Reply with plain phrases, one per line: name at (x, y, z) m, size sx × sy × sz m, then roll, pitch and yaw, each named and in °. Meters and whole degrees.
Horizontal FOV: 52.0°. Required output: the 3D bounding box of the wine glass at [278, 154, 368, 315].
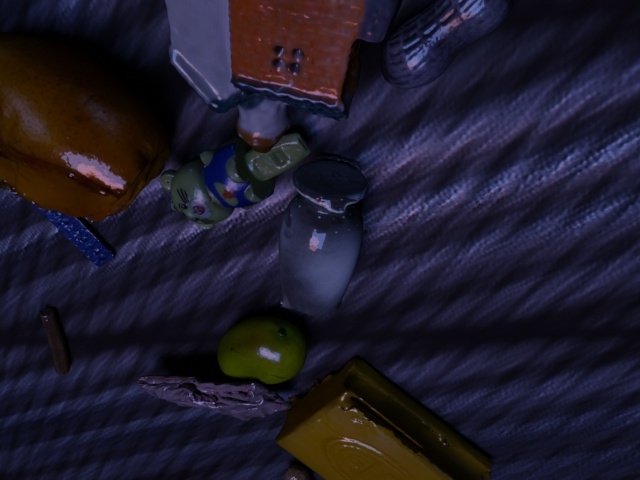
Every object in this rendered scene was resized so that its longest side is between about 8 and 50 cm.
wine glass at (0.000, 0.000, 0.870) m, size 0.111 × 0.111 × 0.205 m, roll 16°, pitch 125°, yaw 6°

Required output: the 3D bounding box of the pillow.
pillow at (-0.180, 0.264, 1.101) m, size 0.248 × 0.049 × 0.135 m, roll -2°, pitch 153°, yaw 27°

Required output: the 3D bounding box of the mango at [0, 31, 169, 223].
mango at (-0.360, -0.154, 0.845) m, size 0.349 × 0.201 × 0.199 m, roll 28°, pitch 84°, yaw 7°

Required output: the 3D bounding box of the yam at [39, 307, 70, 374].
yam at (-0.480, 0.184, 1.189) m, size 0.032 × 0.032 × 0.146 m, roll 8°, pitch 125°, yaw 11°

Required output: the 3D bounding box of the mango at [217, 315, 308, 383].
mango at (-0.097, 0.174, 1.028) m, size 0.163 × 0.089 × 0.117 m, roll -15°, pitch 132°, yaw 26°

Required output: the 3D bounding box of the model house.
model house at (-0.049, -0.234, 0.713) m, size 0.271 × 0.190 × 0.301 m, roll 15°, pitch 140°, yaw 3°

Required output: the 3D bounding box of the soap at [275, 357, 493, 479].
soap at (0.104, 0.353, 1.087) m, size 0.324 × 0.096 × 0.204 m, roll 40°, pitch 125°, yaw -11°

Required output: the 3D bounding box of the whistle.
whistle at (-0.113, -0.082, 0.866) m, size 0.227 × 0.085 × 0.105 m, roll -21°, pitch 124°, yaw 27°

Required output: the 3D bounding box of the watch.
watch at (-0.447, -0.071, 0.943) m, size 0.068 × 0.276 × 0.275 m, roll -38°, pitch 84°, yaw 12°

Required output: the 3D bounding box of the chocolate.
chocolate at (0.132, -0.225, 0.706) m, size 0.167 × 0.072 × 0.072 m, roll -35°, pitch 108°, yaw 30°

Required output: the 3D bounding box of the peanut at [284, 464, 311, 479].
peanut at (-0.034, 0.470, 1.235) m, size 0.053 × 0.054 × 0.113 m, roll -12°, pitch 114°, yaw 24°
